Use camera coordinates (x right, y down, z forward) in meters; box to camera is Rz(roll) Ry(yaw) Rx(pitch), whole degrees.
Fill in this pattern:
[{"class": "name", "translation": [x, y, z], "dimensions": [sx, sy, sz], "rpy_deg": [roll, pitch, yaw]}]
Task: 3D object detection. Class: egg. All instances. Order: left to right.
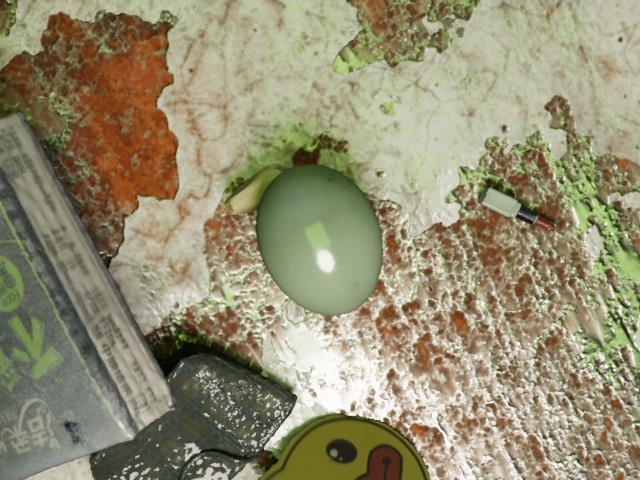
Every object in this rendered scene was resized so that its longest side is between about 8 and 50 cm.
[{"class": "egg", "translation": [0.000, 0.000, 1.338], "dimensions": [0.149, 0.149, 0.192], "rpy_deg": [-21, 95, 1]}]

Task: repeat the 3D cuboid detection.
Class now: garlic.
[{"class": "garlic", "translation": [-0.084, -0.058, 1.381], "dimensions": [0.083, 0.053, 0.041], "rpy_deg": [-34, 93, -15]}]

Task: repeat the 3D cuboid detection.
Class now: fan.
[{"class": "fan", "translation": [0.080, 0.343, 1.387], "dimensions": [0.335, 0.011, 0.229], "rpy_deg": [11, 68, -1]}]

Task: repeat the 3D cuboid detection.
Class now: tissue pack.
[{"class": "tissue pack", "translation": [-0.377, 0.082, 1.297], "dimensions": [0.288, 0.124, 0.394], "rpy_deg": [-25, 94, 36]}]

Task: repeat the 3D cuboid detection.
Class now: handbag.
[{"class": "handbag", "translation": [-0.171, 0.253, 1.395], "dimensions": [0.175, 0.088, 0.270], "rpy_deg": [42, 93, -10]}]

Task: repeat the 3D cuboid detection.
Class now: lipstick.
[{"class": "lipstick", "translation": [0.255, -0.037, 1.401], "dimensions": [0.107, 0.025, 0.025], "rpy_deg": [25, 95, -8]}]
